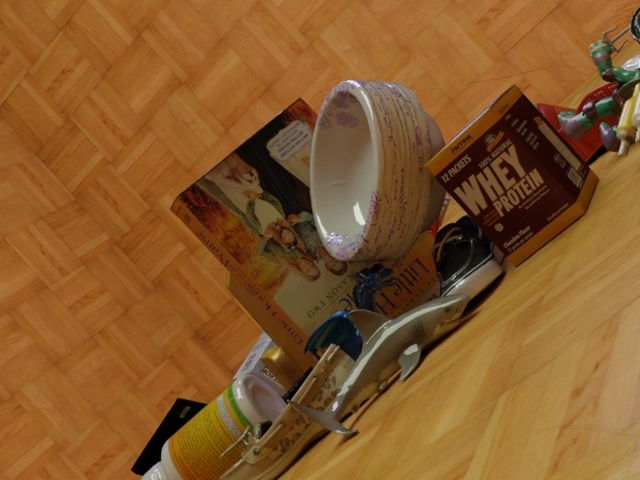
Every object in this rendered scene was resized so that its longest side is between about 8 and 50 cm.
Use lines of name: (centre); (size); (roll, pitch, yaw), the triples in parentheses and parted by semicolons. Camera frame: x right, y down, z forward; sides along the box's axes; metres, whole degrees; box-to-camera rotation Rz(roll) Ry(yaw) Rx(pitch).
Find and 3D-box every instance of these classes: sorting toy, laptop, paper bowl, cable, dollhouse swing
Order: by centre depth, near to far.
cable: (0.464, -0.244, 1.436); (0.139, 0.072, 0.287); (-32, 40, 47)
paper bowl: (0.096, -0.108, 1.665); (0.148, 0.284, 0.284); (-2, -17, -21)
laptop: (-0.171, 0.317, 1.875); (0.264, 0.136, 0.234); (-42, -10, -51)
dollhouse swing: (-0.011, 0.087, 2.074); (0.347, 0.305, 0.315); (-43, 1, -11)
sorting toy: (0.530, -0.244, 2.290); (0.126, 0.127, 0.365); (-12, 2, 8)

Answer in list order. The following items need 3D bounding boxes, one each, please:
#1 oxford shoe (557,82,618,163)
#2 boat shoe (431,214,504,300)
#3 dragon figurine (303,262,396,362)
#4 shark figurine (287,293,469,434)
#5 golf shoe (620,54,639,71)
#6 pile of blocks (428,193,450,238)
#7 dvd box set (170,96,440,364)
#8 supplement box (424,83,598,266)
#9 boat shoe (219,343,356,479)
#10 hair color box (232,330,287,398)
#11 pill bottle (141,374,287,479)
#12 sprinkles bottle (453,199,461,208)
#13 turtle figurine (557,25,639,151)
oxford shoe: (0.481, -0.211, 1.772); (0.098, 0.097, 0.271); (-35, -3, -33)
boat shoe: (0.213, 0.023, 1.592); (0.108, 0.102, 0.301); (-42, 0, 23)
dragon figurine: (0.028, 0.161, 1.644); (0.289, 0.144, 0.085); (-42, 0, 11)
shark figurine: (0.063, 0.156, 1.448); (0.278, 0.116, 0.166); (-40, -2, -18)
golf shoe: (0.634, -0.332, 2.048); (0.176, 0.069, 0.086); (-43, 6, 26)
pile of blocks: (0.192, 0.051, 2.477); (0.362, 0.149, 0.112); (-51, 40, 19)
dvd box set: (0.000, 0.000, 1.788); (0.307, 0.420, 0.062); (-41, -3, -25)
supplement box: (0.281, -0.099, 1.539); (0.129, 0.194, 0.191); (-42, 0, 27)
boat shoe: (-0.051, 0.268, 1.548); (0.285, 0.089, 0.104); (-42, 1, 7)
hair color box: (-0.033, 0.174, 2.327); (0.374, 0.113, 0.185); (-56, 6, -19)
pill bottle: (-0.166, 0.339, 1.691); (0.246, 0.136, 0.136); (-42, 0, 13)
sprinkles bottle: (0.419, -0.182, 2.450); (0.121, 0.121, 0.355); (-42, 0, 40)
turtle figurine: (0.470, -0.230, 1.589); (0.234, 0.175, 0.118); (-53, 10, 48)
